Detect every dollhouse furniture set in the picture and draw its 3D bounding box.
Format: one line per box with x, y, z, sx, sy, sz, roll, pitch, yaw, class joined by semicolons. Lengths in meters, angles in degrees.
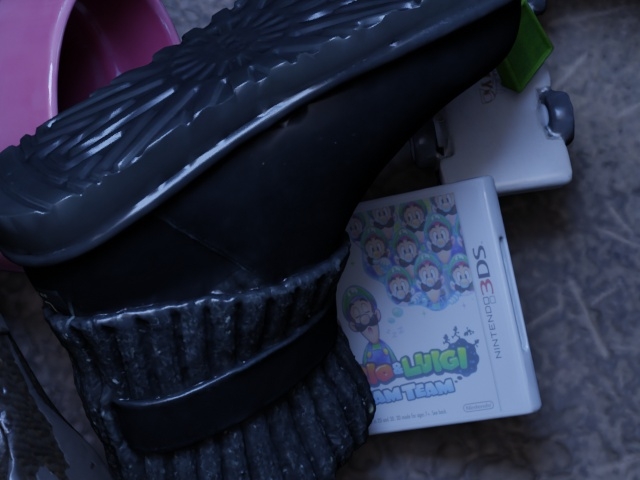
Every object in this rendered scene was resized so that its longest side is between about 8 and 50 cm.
0.070;-0.150;1.139;0.152;0.058;0.076;29;77;34;dollhouse furniture set

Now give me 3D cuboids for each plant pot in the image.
-0.194;-0.061;1.145;0.180;0.201;0.201;-7;77;21;plant pot

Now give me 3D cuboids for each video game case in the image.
0.049;0.044;1.124;0.157;0.019;0.143;-11;92;33;video game case

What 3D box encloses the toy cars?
0.179;-0.039;1.149;0.394;0.087;0.176;38;72;16;toy cars

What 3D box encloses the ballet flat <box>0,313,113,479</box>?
-0.197;0.133;1.169;0.084;0.058;0.250;-26;80;-36;ballet flat

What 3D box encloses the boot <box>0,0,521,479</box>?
-0.002;-0.001;1.049;0.348;0.131;0.260;-30;119;-8;boot
